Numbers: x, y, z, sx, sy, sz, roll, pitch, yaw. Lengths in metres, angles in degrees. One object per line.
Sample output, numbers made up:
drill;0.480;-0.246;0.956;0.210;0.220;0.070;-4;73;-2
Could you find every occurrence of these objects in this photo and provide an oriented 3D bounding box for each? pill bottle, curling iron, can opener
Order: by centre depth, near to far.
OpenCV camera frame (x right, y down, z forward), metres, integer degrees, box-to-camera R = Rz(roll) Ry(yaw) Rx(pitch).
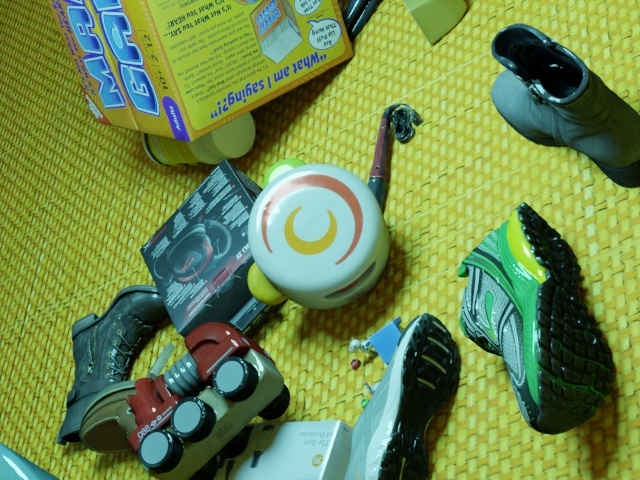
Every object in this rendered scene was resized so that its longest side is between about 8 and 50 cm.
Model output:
curling iron;0.097;-0.100;1.993;0.068;0.035;0.274;-12;51;43
can opener;0.087;-0.431;2.277;0.186;0.059;0.073;-50;35;1
pill bottle;-0.219;-0.194;2.359;0.208;0.119;0.119;1;60;49

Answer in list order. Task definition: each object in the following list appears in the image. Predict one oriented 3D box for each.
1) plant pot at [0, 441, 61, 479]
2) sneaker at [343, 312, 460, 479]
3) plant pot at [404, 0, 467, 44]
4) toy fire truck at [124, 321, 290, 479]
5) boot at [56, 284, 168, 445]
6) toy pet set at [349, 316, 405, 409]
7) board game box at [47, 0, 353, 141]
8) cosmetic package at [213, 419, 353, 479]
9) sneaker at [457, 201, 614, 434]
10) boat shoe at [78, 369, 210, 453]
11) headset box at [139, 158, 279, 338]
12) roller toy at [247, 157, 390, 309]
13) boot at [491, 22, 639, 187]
plant pot;-0.520;0.435;2.046;0.252;0.248;0.247;9;65;32
sneaker;0.094;0.214;1.666;0.108;0.100;0.271;-9;53;51
plant pot;0.187;-0.382;2.109;0.083;0.081;0.081;-29;40;13
toy fire truck;-0.181;0.196;1.839;0.217;0.158;0.246;-44;53;6
boot;-0.335;0.213;2.174;0.263;0.091;0.229;-31;45;33
toy pet set;0.075;0.163;1.758;0.114;0.065;0.122;-39;37;18
board game box;-0.226;-0.417;2.247;0.357;0.356;0.356;-31;26;-28
cosmetic package;-0.055;0.302;1.785;0.239;0.060;0.098;-10;53;44
sneaker;0.249;0.111;1.577;0.146;0.134;0.343;-42;27;25
boat shoe;-0.259;0.275;1.994;0.307;0.111;0.104;-27;41;31
headset box;-0.149;0.036;2.082;0.218;0.110;0.293;-47;35;8
roller toy;0.000;0.000;1.873;0.191;0.146;0.209;11;77;12
boot;0.293;-0.211;1.708;0.118;0.223;0.338;-53;35;-1
